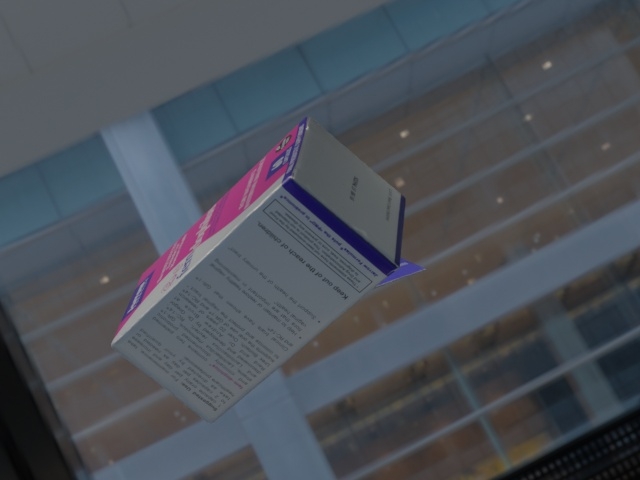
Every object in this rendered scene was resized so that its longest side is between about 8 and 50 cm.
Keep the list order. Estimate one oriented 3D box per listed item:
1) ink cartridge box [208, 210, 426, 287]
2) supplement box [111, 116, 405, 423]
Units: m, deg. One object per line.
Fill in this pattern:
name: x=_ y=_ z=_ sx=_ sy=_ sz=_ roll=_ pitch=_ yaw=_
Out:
ink cartridge box: x=0.000 y=0.000 z=1.459 sx=0.206 sy=0.208 sz=0.045 roll=-16 pitch=-57 yaw=-60
supplement box: x=-0.049 y=0.026 z=0.967 sx=0.220 sy=0.114 sz=0.111 roll=-43 pitch=17 yaw=26
